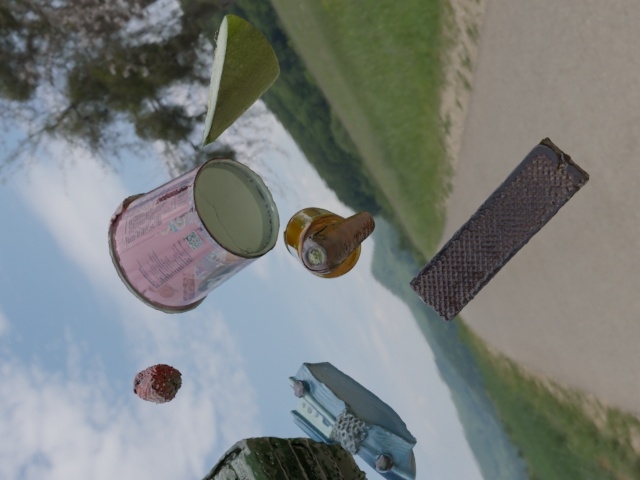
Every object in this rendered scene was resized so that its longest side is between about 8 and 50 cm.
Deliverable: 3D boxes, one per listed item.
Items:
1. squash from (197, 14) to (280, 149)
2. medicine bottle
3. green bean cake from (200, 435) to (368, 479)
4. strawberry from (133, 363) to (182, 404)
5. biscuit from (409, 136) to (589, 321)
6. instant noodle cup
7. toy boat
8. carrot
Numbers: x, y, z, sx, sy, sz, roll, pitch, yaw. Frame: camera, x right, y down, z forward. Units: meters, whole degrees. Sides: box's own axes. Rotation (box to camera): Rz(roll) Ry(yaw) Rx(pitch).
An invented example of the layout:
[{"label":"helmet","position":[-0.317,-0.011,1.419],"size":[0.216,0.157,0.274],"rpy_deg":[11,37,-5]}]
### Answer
[{"label":"squash","position":[-0.205,-0.325,1.788],"size":[0.169,0.252,0.093],"rpy_deg":[45,153,-7]},{"label":"medicine bottle","position":[0.000,0.000,1.374],"size":[0.096,0.096,0.192],"rpy_deg":[61,175,-10]},{"label":"green bean cake","position":[-0.075,0.407,1.353],"size":[0.255,0.241,0.132],"rpy_deg":[9,-146,-48]},{"label":"strawberry","position":[-0.328,0.289,1.789],"size":[0.083,0.096,0.083],"rpy_deg":[7,-90,-86]},{"label":"biscuit","position":[0.320,-0.016,1.616],"size":[0.107,0.388,0.073],"rpy_deg":[44,-152,10]},{"label":"instant noodle cup","position":[-0.219,-0.019,1.600],"size":[0.243,0.231,0.243],"rpy_deg":[26,-129,-36]},{"label":"toy boat","position":[0.046,0.265,1.244],"size":[0.109,0.098,0.238],"rpy_deg":[3,-158,-45]},{"label":"carrot","position":[0.028,-0.001,1.180],"size":[0.161,0.055,0.055],"rpy_deg":[-33,-84,-55]}]
